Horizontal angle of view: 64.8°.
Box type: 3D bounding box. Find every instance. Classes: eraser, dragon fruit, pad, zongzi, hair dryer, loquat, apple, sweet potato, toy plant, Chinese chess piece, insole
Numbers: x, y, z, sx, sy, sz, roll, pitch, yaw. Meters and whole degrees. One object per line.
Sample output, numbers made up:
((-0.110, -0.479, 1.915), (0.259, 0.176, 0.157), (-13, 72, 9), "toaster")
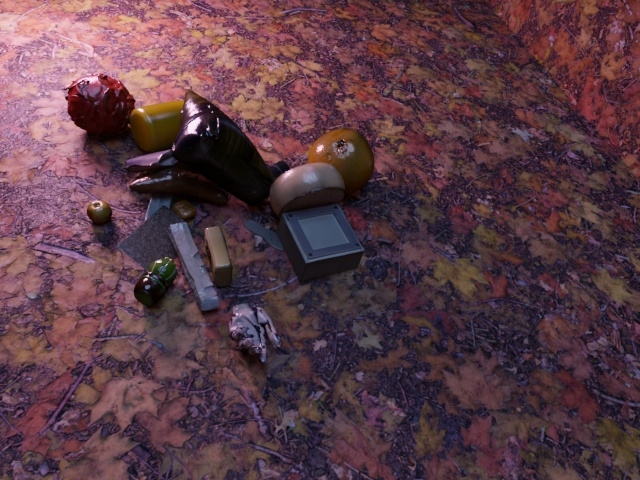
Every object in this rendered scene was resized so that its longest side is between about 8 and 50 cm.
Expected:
((-0.333, 0.053, 1.639), (0.058, 0.117, 0.172), (-9, 53, -20), "eraser")
((-0.844, -0.522, 1.943), (0.253, 0.240, 0.240), (-21, 57, -14), "dragon fruit")
((-0.537, -0.003, 1.681), (0.158, 0.003, 0.235), (40, 51, -5), "pad")
((-0.349, -0.355, 1.869), (0.403, 0.208, 0.432), (38, 22, -38), "zongzi")
((-0.237, -0.292, 1.995), (0.219, 0.071, 0.124), (34, 51, 24), "hair dryer")
((0.081, -0.304, 1.968), (0.264, 0.263, 0.262), (7, 49, -8), "loquat")
((-0.747, -0.099, 1.702), (0.084, 0.071, 0.083), (7, 49, -8), "apple")
((-0.498, -0.203, 1.794), (0.342, 0.092, 0.113), (8, 66, -26), "sweet potato")
((-0.504, 0.120, 1.559), (0.093, 0.092, 0.162), (20, 48, 4), "toy plant")
((-0.046, -0.167, 1.794), (0.270, 0.270, 0.112), (-12, 71, -22), "Chinese chess piece")
((-0.193, -0.021, 1.809), (0.189, 0.004, 0.064), (32, 49, 14), "insole")

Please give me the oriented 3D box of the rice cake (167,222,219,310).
((-0.410, 0.085, 1.623), (0.066, 0.063, 0.336), (-14, 60, -30), "rice cake")

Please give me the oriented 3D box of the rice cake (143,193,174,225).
((-0.569, -0.129, 1.788), (0.085, 0.040, 0.226), (10, 48, -14), "rice cake")

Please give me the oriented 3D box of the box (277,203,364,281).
((0.000, 0.000, 1.758), (0.225, 0.117, 0.224), (-12, 54, -24), "box")

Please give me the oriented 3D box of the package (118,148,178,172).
((-0.587, -0.302, 1.859), (0.204, 0.062, 0.251), (0, 25, 37), "package")

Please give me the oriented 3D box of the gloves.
((-0.198, 0.281, 1.489), (0.128, 0.111, 0.212), (15, 40, -34), "gloves")

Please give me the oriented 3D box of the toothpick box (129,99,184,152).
((-0.587, -0.459, 1.982), (0.272, 0.174, 0.175), (-28, 61, -38), "toothpick box")

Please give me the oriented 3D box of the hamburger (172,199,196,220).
((-0.483, -0.107, 1.790), (0.083, 0.044, 0.076), (41, 54, 17), "hamburger")
